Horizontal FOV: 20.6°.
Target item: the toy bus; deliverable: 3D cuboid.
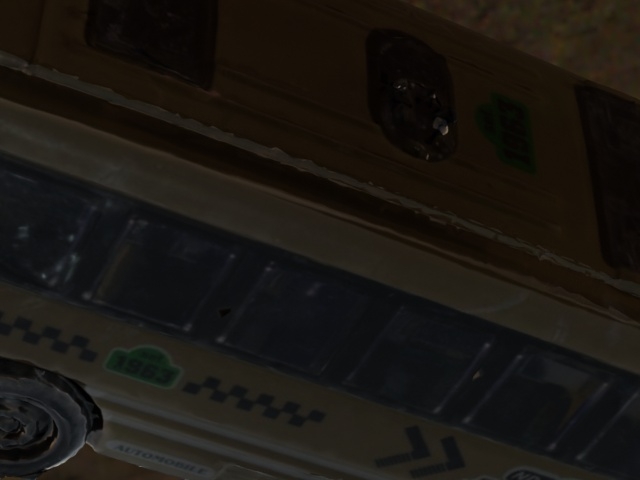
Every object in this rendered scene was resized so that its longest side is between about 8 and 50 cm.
[{"bbox_3d":[0.000,0.000,0.553,0.289,0.139,0.157,21,133,-19],"label":"toy bus"}]
